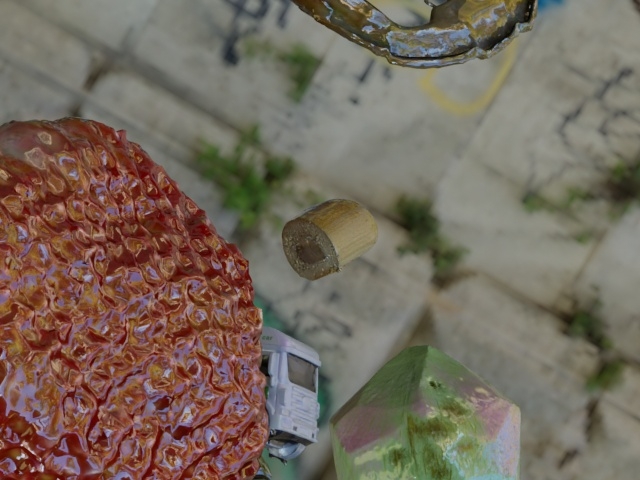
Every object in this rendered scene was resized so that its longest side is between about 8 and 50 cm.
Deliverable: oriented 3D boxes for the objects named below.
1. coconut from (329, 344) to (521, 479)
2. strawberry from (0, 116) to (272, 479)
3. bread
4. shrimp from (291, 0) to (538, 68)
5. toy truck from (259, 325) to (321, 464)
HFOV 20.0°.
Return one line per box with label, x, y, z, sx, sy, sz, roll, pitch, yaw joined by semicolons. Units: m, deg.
coconut;0.120;0.233;2.031;0.236;0.236;0.204;-59;172;5
strawberry;-0.177;0.070;1.141;0.351;0.267;0.312;55;32;-58
bread;-0.001;0.001;1.276;0.062;0.049;0.103;-27;-179;23
shrimp;0.030;-0.192;1.197;0.058;0.253;0.173;123;-24;-60
toy truck;-0.125;0.124;1.595;0.114;0.253;0.124;32;62;-64
